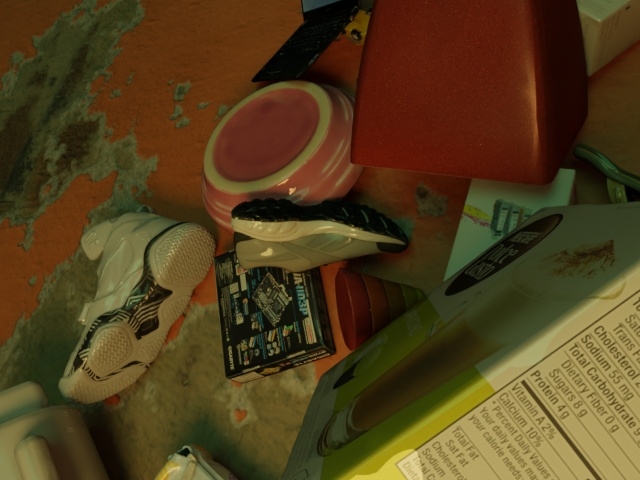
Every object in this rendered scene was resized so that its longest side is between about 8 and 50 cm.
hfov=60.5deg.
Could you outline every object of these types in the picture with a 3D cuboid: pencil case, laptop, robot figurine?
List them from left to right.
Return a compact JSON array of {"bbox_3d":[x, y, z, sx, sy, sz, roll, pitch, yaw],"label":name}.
[{"bbox_3d":[-0.423,0.395,0.824,0.353,0.200,0.300,57,143,19],"label":"robot figurine"},{"bbox_3d":[-0.112,0.391,0.742,0.273,0.113,0.124,24,102,32],"label":"pencil case"},{"bbox_3d":[-0.044,-0.435,1.014,0.264,0.136,0.234,-50,28,-7],"label":"laptop"}]

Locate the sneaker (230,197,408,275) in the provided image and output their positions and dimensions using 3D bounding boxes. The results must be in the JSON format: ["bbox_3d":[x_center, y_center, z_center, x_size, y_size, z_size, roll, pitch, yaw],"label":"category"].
[{"bbox_3d":[0.000,0.000,0.837,0.272,0.108,0.100,2,26,-9],"label":"sneaker"}]

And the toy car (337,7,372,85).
[{"bbox_3d":[0.147,-0.374,0.993,0.225,0.053,0.239,-25,60,14],"label":"toy car"}]

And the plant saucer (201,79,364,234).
[{"bbox_3d":[-0.079,-0.161,0.962,0.332,0.084,0.332,-15,53,21],"label":"plant saucer"}]

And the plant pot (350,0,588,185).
[{"bbox_3d":[0.203,-0.246,0.729,0.267,0.235,0.267,12,36,30],"label":"plant pot"}]

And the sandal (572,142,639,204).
[{"bbox_3d":[0.398,-0.064,0.722,0.049,0.072,0.180,-51,53,17],"label":"sandal"}]

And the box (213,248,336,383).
[{"bbox_3d":[-0.081,0.100,0.894,0.175,0.051,0.220,-22,60,16],"label":"box"}]

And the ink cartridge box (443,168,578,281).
[{"bbox_3d":[0.256,0.004,0.723,0.127,0.128,0.176,11,73,30],"label":"ink cartridge box"}]

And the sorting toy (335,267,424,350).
[{"bbox_3d":[0.118,0.197,0.743,0.126,0.127,0.365,-9,63,-10],"label":"sorting toy"}]

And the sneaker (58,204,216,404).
[{"bbox_3d":[-0.362,0.099,0.991,0.210,0.137,0.365,26,77,34],"label":"sneaker"}]

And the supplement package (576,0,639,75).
[{"bbox_3d":[0.421,-0.346,0.792,0.179,0.105,0.105,-37,57,-5],"label":"supplement package"}]

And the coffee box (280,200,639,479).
[{"bbox_3d":[0.212,0.193,0.463,0.334,0.337,0.338,-38,89,6],"label":"coffee box"}]
